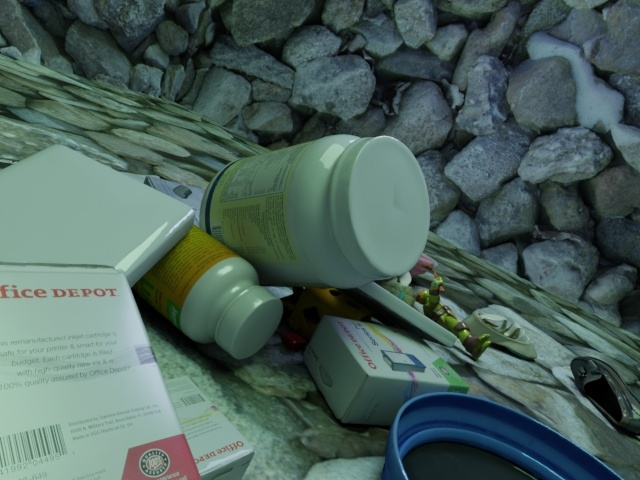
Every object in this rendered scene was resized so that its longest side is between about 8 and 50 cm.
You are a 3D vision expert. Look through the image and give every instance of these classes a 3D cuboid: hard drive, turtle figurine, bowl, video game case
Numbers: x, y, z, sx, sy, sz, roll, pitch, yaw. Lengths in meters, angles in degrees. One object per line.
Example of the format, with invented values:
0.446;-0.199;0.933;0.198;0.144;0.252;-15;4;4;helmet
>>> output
-0.339;0.012;0.570;0.233;0.047;0.353;26;37;4;hard drive
0.295;0.178;1.162;0.217;0.087;0.269;44;-16;35;turtle figurine
0.250;0.332;0.567;0.391;0.077;0.391;20;15;-6;bowl
0.114;0.127;0.954;0.204;0.025;0.285;33;-10;-10;video game case

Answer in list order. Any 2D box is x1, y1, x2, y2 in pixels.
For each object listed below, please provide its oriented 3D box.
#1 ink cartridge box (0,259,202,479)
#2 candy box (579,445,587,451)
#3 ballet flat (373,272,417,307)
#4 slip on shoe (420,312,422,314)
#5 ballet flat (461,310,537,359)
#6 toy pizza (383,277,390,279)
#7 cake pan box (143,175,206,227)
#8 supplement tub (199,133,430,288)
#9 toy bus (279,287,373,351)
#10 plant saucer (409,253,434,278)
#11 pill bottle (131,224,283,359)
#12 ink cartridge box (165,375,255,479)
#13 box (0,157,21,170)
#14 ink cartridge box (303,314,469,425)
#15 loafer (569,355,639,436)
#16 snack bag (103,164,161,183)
-0.214;0.127;0.386;0.158;0.092;0.218;7;47;-52;ink cartridge box
0.425;0.392;0.729;0.109;0.053;0.186;15;15;-32;candy box
0.178;0.099;1.269;0.123;0.123;0.348;23;14;-7;ballet flat
0.215;0.195;1.127;0.135;0.041;0.051;11;62;-72;slip on shoe
0.497;0.250;1.323;0.248;0.086;0.086;21;14;-15;ballet flat
0.131;0.033;1.209;0.201;0.032;0.201;-2;40;2;toy pizza
-0.226;-0.019;1.033;0.245;0.070;0.267;8;31;-44;cake pan box
-0.015;-0.040;0.796;0.324;0.235;0.235;-4;-9;43;supplement tub
-0.006;0.120;0.895;0.202;0.104;0.191;19;15;-24;toy bus
0.191;0.032;1.551;0.332;0.084;0.332;24;7;-3;plant saucer
-0.179;0.065;0.729;0.245;0.136;0.136;31;15;26;pill bottle
-0.139;0.197;0.485;0.122;0.052;0.088;32;16;32;ink cartridge box
-0.468;-0.073;0.853;0.231;0.056;0.183;6;25;-38;box
0.100;0.208;0.775;0.212;0.093;0.154;15;17;-31;ink cartridge box
0.702;0.368;1.221;0.084;0.096;0.267;15;18;-13;loafer
-0.425;-0.107;1.167;0.323;0.037;0.342;32;15;28;snack bag
